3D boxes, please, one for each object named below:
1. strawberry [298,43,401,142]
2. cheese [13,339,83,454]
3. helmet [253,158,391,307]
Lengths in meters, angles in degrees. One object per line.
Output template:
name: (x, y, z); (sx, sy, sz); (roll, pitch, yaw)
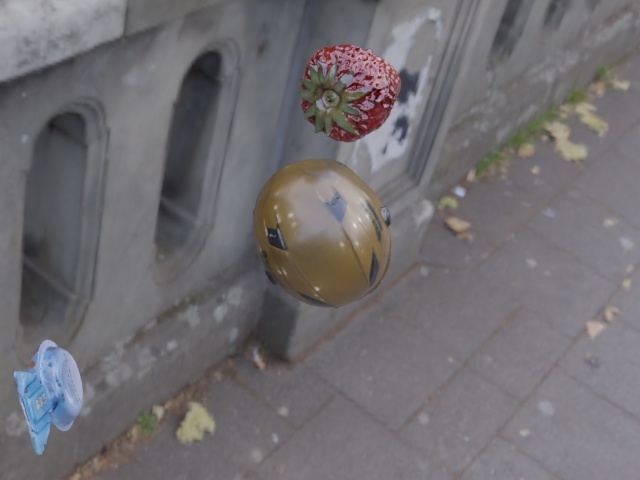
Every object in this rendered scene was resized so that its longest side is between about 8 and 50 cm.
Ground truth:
strawberry: (0.079, -0.316, 2.220); (0.205, 0.205, 0.244); (34, 37, 21)
cheese: (-0.386, 0.215, 1.550); (0.052, 0.135, 0.244); (-15, 7, 3)
helmet: (0.000, 0.000, 1.513); (0.198, 0.224, 0.130); (-26, 8, 10)
